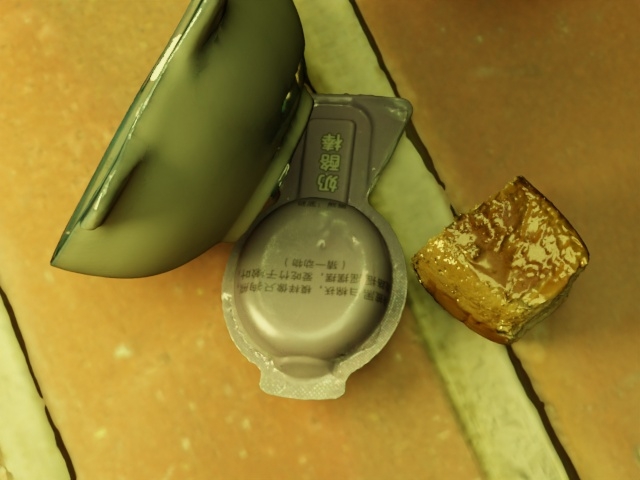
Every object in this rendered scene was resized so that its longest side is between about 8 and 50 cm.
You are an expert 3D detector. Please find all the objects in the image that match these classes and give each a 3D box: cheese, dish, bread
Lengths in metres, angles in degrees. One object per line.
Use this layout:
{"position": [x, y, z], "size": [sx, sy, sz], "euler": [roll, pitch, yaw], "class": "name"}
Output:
{"position": [0.000, 0.000, 0.942], "size": [0.105, 0.042, 0.191], "euler": [4, 67, 9], "class": "cheese"}
{"position": [-0.055, -0.063, 0.886], "size": [0.086, 0.228, 0.236], "euler": [28, 51, -10], "class": "dish"}
{"position": [0.100, 0.015, 0.913], "size": [0.076, 0.083, 0.070], "euler": [-37, 78, -11], "class": "bread"}
